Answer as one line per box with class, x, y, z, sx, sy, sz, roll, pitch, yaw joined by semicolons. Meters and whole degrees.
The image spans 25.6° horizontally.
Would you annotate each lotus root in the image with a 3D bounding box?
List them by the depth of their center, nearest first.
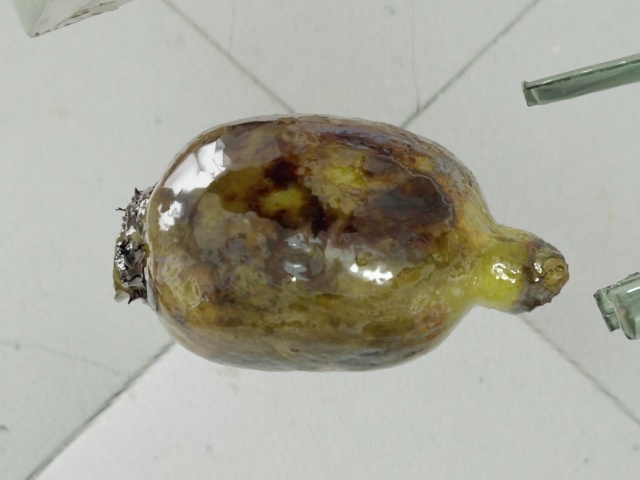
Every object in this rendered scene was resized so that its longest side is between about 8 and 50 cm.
lotus root;0.000;0.000;0.896;0.314;0.141;0.169;2;64;18

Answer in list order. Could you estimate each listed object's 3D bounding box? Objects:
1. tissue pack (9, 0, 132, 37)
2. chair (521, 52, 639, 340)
tissue pack;-0.129;-0.268;0.731;0.167;0.200;0.275;-22;96;-14
chair;0.263;-0.006;0.661;0.274;0.190;0.203;-19;37;10
